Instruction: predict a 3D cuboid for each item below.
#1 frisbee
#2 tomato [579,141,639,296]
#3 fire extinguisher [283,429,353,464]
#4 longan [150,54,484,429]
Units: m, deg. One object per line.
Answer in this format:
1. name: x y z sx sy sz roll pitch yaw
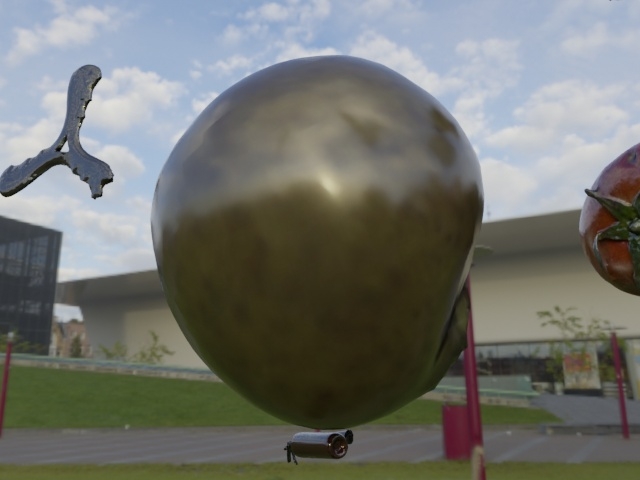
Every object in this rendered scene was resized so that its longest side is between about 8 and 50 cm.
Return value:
1. frisbee: -0.314 -0.116 0.733 0.187 0.211 0.012 34 0 30
2. tomato: 0.353 -0.019 0.599 0.167 0.167 0.167 0 -14 0
3. fire extinguisher: -0.001 0.200 0.580 0.046 0.032 0.100 -36 5 -36
4. longan: 0.000 0.000 0.523 0.318 0.319 0.319 0 -14 0
